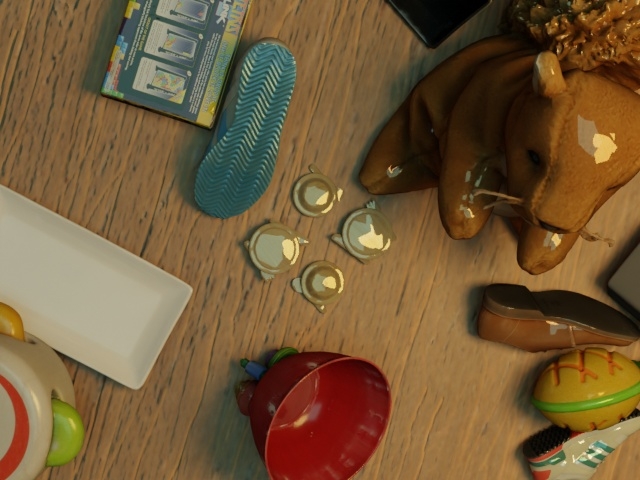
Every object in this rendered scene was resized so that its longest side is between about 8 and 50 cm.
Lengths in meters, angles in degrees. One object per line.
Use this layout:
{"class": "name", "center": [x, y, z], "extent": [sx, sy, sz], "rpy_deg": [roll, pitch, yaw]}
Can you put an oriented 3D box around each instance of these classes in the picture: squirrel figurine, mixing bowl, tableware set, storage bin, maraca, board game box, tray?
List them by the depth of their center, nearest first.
{"class": "squirrel figurine", "center": [0.267, -0.161, 1.281], "extent": [0.281, 0.370, 0.397], "rpy_deg": [30, 87, -5]}
{"class": "mixing bowl", "center": [-0.016, 0.200, 1.368], "extent": [0.181, 0.098, 0.181], "rpy_deg": [-18, 121, -32]}
{"class": "tray", "center": [-0.303, 0.056, 1.386], "extent": [0.270, 0.030, 0.145], "rpy_deg": [28, 86, -6]}
{"class": "board game box", "center": [-0.173, -0.234, 1.393], "extent": [0.141, 0.048, 0.170], "rpy_deg": [18, 88, -8]}
{"class": "maraca", "center": [0.347, 0.177, 1.414], "extent": [0.186, 0.127, 0.099], "rpy_deg": [-14, 100, -14]}
{"class": "tableware set", "center": [0.000, 0.000, 1.427], "extent": [0.141, 0.020, 0.168], "rpy_deg": [42, 84, -7]}
{"class": "storage bin", "center": [0.427, 0.048, 1.447], "extent": [0.091, 0.098, 0.135], "rpy_deg": [39, 86, 23]}

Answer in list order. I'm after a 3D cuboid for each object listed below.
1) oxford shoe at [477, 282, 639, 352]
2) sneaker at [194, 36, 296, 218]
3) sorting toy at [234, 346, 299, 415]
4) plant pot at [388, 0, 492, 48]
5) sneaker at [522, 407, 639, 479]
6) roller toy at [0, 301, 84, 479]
{"class": "oxford shoe", "center": [0.296, 0.108, 1.447], "extent": [0.212, 0.076, 0.076], "rpy_deg": [10, 119, -9]}
{"class": "sneaker", "center": [-0.085, -0.132, 1.387], "extent": [0.087, 0.092, 0.228], "rpy_deg": [21, 107, -8]}
{"class": "sorting toy", "center": [-0.073, 0.164, 1.408], "extent": [0.042, 0.061, 0.102], "rpy_deg": [29, 75, 37]}
{"class": "plant pot", "center": [0.158, -0.373, 1.373], "extent": [0.188, 0.187, 0.167], "rpy_deg": [47, 72, -5]}
{"class": "sneaker", "center": [0.336, 0.263, 1.454], "extent": [0.161, 0.057, 0.075], "rpy_deg": [-22, 109, -7]}
{"class": "roller toy", "center": [-0.384, 0.194, 1.318], "extent": [0.191, 0.146, 0.209], "rpy_deg": [-37, 91, 5]}
